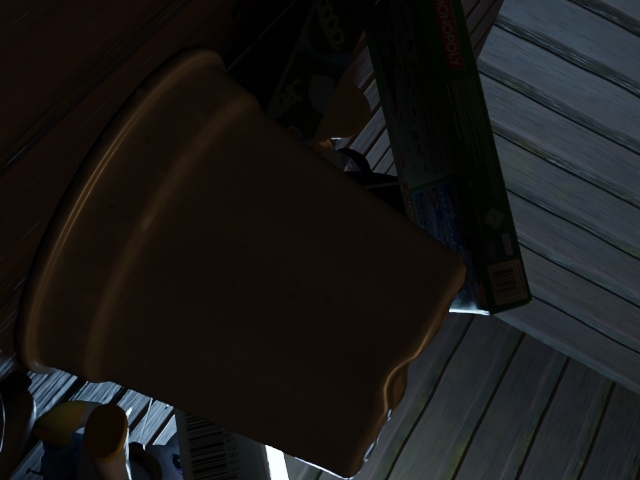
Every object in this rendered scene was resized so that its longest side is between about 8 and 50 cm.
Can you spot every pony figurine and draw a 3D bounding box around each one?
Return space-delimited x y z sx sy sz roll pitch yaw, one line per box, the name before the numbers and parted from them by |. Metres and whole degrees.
pony figurine | -0.222 0.324 1.284 0.363 0.302 0.351 50 56 -72

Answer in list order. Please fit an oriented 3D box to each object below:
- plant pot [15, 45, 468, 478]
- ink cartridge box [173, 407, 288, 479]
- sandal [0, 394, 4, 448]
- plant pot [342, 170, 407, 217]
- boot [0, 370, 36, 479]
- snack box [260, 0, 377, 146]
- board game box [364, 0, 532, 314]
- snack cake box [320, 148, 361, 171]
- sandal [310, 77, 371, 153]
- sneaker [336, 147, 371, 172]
plant pot | -0.048 0.043 1.143 0.334 0.305 0.334 -60 172 -13
ink cartridge box | -0.091 0.233 1.427 0.385 0.091 0.308 81 -4 -55
sandal | -0.301 0.177 0.879 0.219 0.090 0.060 -50 142 -16
plant pot | 0.000 0.000 1.607 0.167 0.188 0.187 -136 -138 -62
boot | -0.290 0.219 1.083 0.198 0.077 0.137 -65 177 37
snack box | -0.020 -0.163 1.346 0.187 0.060 0.322 -83 -164 -65
board game box | 0.115 -0.088 1.236 0.213 0.046 0.317 168 -91 -81
snack cake box | -0.016 -0.056 1.833 0.152 0.089 0.264 -62 173 1
sandal | -0.026 -0.141 1.603 0.079 0.088 0.240 -28 -175 34
sneaker | 0.044 -0.043 2.049 0.097 0.084 0.235 -50 -150 38
